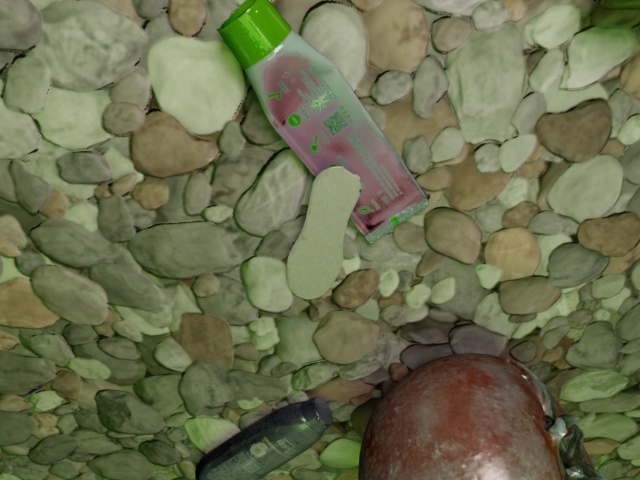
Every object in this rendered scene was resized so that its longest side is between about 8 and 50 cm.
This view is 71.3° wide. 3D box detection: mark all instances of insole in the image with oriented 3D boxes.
[{"bbox_3d":[0.000,0.000,0.502,0.066,0.004,0.197,5,130,-11],"label":"insole"}]

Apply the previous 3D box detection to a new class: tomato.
[{"bbox_3d":[0.200,0.301,0.550,0.283,0.316,0.317,-34,120,32],"label":"tomato"}]

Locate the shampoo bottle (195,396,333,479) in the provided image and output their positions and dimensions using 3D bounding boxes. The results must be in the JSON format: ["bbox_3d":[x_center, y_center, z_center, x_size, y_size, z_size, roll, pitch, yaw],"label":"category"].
[{"bbox_3d":[-0.085,0.312,0.675,0.234,0.049,0.087,-37,116,16],"label":"shampoo bottle"}]

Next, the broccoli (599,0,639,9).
[{"bbox_3d":[0.373,-0.191,0.306,0.273,0.180,0.242,-21,157,14],"label":"broccoli"}]

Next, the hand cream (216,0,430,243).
[{"bbox_3d":[0.014,-0.105,0.440,0.079,0.050,0.275,-17,131,35],"label":"hand cream"}]
